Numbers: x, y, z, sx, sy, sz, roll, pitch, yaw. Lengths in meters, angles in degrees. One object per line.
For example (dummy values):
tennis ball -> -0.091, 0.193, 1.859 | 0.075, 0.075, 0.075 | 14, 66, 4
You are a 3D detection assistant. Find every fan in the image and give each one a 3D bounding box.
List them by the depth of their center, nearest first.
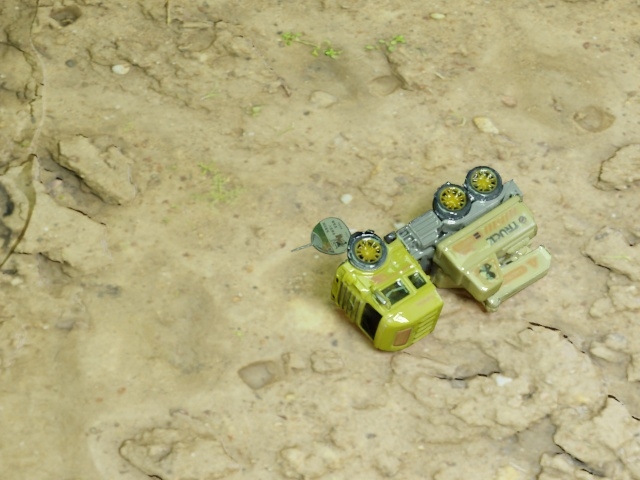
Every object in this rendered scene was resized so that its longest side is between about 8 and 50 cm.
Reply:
fan -> 0.009, 0.002, 1.794 | 0.060, 0.003, 0.080 | 32, 63, 25

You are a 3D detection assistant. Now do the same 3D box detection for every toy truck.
toy truck -> 0.158, 0.033, 1.693 | 0.272, 0.124, 0.157 | -30, 68, -19
